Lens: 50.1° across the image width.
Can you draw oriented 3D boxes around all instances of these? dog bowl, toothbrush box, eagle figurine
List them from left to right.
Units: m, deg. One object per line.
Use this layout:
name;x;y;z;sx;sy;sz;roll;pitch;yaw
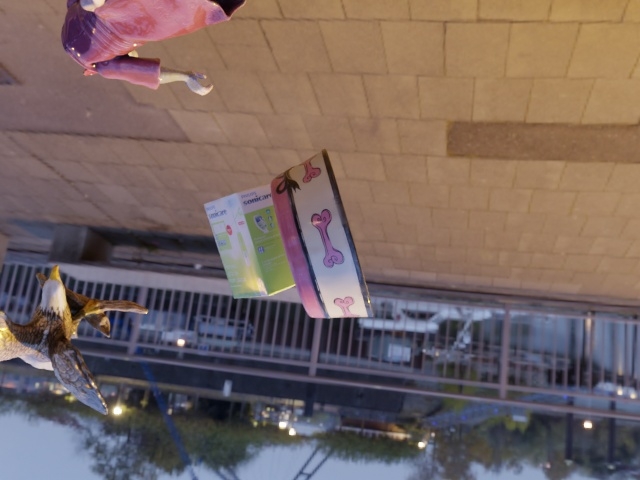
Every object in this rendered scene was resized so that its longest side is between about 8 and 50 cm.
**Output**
eagle figurine;-0.415;0.147;1.027;0.226;0.225;0.298;-19;-157;5
toothbrush box;-0.185;0.005;1.867;0.122;0.283;0.206;-19;-174;-34
dog bowl;0.000;0.000;1.605;0.150;0.408;0.408;-16;164;1

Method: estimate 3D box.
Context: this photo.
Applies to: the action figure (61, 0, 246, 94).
action figure;-0.269;-0.297;0.930;0.275;0.248;0.370;-38;-170;-40
